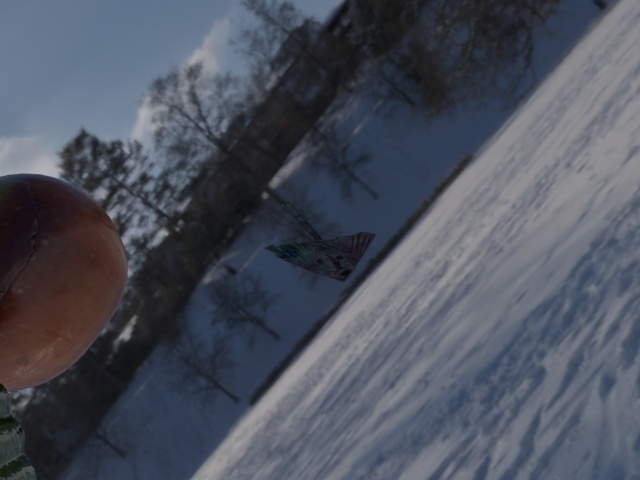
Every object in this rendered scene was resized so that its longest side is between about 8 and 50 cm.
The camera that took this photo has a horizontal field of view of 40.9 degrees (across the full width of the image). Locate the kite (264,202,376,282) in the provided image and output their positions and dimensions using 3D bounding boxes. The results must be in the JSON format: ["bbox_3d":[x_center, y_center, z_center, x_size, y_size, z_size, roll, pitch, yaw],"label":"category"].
[{"bbox_3d":[0.000,-0.001,0.972,0.137,0.152,0.005,-6,-49,-21],"label":"kite"}]

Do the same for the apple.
[{"bbox_3d":[-0.362,0.051,1.016,0.272,0.251,0.206,-56,-45,-6],"label":"apple"}]

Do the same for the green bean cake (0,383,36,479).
[{"bbox_3d":[-0.344,0.188,0.666,0.214,0.200,0.113,-21,-2,-8],"label":"green bean cake"}]
